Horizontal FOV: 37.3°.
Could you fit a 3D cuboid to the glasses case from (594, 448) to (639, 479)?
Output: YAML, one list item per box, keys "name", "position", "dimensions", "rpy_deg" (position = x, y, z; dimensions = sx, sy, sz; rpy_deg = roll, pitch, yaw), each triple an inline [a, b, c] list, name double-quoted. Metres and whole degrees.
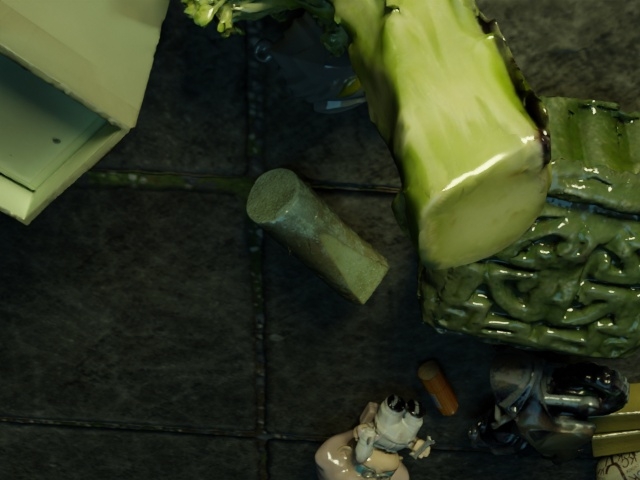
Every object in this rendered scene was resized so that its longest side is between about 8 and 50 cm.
- name: "glasses case"
  position: [0.521, 0.370, 1.325]
  dimensions: [0.355, 0.085, 0.137]
  rpy_deg: [34, 132, -30]

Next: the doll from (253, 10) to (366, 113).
- name: "doll"
  position: [0.034, -0.150, 0.799]
  dimensions: [0.180, 0.079, 0.094]
  rpy_deg: [7, 110, -12]

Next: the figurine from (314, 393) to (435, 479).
- name: "figurine"
  position: [0.064, 0.288, 1.260]
  dimensions: [0.137, 0.112, 0.229]
  rpy_deg: [13, 125, -22]

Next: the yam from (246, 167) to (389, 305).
- name: "yam"
  position: [0.000, 0.000, 0.966]
  dimensions: [0.068, 0.068, 0.169]
  rpy_deg: [-26, 130, 30]

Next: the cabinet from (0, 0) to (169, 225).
- name: "cabinet"
  position: [-0.220, -0.152, 0.710]
  dimensions: [0.150, 0.206, 0.145]
  rpy_deg: [34, 131, -29]

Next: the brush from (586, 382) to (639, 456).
- name: "brush"
  position: [0.452, 0.216, 1.188]
  dimensions: [0.233, 0.047, 0.103]
  rpy_deg: [-9, 137, 12]

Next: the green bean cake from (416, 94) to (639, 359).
- name: "green bean cake"
  position: [0.228, -0.009, 0.898]
  dimensions: [0.241, 0.132, 0.255]
  rpy_deg: [13, 138, -4]

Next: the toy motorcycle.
- name: "toy motorcycle"
  position: [0.251, 0.203, 1.150]
  dimensions: [0.159, 0.106, 0.270]
  rpy_deg: [17, 148, -8]

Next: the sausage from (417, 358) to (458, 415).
- name: "sausage"
  position: [0.151, 0.191, 1.197]
  dimensions: [0.031, 0.031, 0.107]
  rpy_deg: [-13, 137, 18]

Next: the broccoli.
- name: "broccoli"
  position: [0.041, -0.139, 0.604]
  dimensions: [0.221, 0.361, 0.252]
  rpy_deg: [-2, 160, -21]
